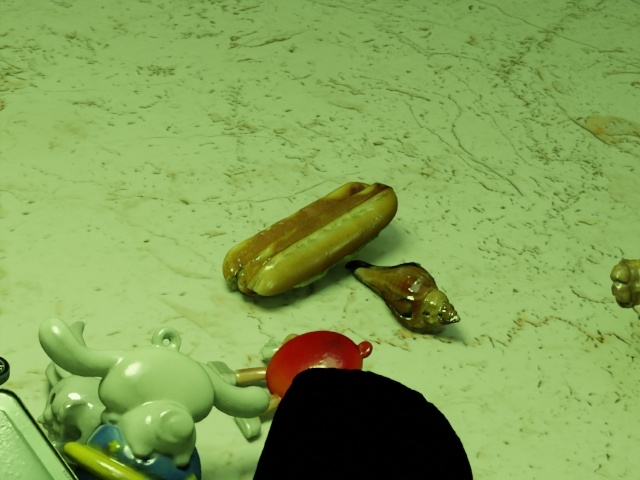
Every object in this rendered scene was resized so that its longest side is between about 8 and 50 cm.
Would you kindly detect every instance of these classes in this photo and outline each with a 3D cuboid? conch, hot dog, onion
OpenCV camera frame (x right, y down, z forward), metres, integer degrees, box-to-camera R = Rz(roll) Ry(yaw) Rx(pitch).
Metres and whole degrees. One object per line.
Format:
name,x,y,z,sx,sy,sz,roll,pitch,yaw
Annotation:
conch,0.129,0.070,2.295,0.086,0.080,0.232,-1,32,-29
hot dog,0.000,0.000,2.340,0.337,0.100,0.135,-31,19,-35
onion,0.054,0.299,1.736,0.260,0.281,0.336,12,33,11

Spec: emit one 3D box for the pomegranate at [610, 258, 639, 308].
pomegranate,0.620,0.044,2.173,0.412,0.411,0.411,6,33,-4

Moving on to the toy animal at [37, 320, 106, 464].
toy animal,-0.326,0.205,1.959,0.131,0.103,0.221,-16,40,-31

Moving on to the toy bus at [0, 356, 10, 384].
toy bus,-0.446,0.257,1.832,0.133,0.125,0.292,2,33,-14

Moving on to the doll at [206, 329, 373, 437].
doll,-0.033,0.185,2.085,0.217,0.085,0.183,-22,39,-13

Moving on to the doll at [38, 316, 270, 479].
doll,-0.226,0.223,1.798,0.311,0.242,0.159,36,-1,-23

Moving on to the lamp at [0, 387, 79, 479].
lamp,-0.381,0.331,1.652,0.266,0.047,0.269,-33,79,-27
